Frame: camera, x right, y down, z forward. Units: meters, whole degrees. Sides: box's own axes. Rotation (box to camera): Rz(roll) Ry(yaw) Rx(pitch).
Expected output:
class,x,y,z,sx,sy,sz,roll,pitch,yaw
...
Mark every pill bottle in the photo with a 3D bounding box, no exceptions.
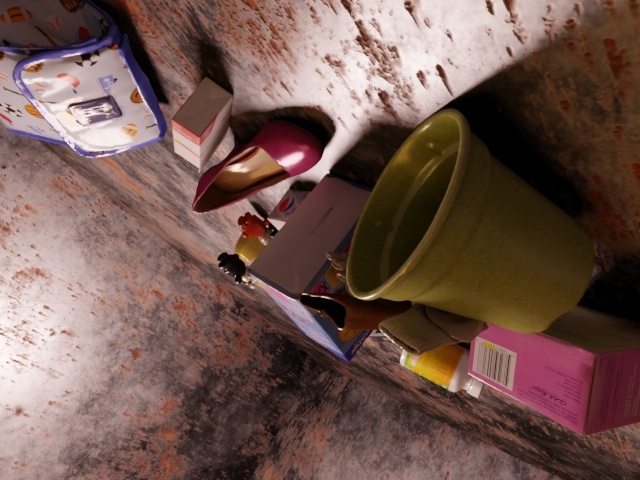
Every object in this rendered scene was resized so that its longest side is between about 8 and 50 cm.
class,x,y,z,sx,sy,sz,roll,pitch,yaw
pill bottle,0.379,0.371,1.463,0.246,0.136,0.136,24,159,25

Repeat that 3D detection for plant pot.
class,x,y,z,sx,sy,sz,roll,pitch,yaw
plant pot,0.214,0.000,0.673,0.254,0.275,0.276,24,163,-13
plant pot,-0.253,0.028,1.701,0.081,0.083,0.081,44,159,-27

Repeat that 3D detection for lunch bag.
class,x,y,z,sx,sy,sz,roll,pitch,yaw
lunch bag,-0.548,-0.351,1.020,0.386,0.238,0.327,14,158,6

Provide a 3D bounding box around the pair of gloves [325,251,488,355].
class,x,y,z,sx,sy,sz,roll,pitch,yaw
pair of gloves,0.139,0.082,0.765,0.204,0.042,0.240,-2,-148,-38

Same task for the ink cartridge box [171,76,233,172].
class,x,y,z,sx,sy,sz,roll,pitch,yaw
ink cartridge box,-0.244,-0.229,0.996,0.067,0.115,0.198,33,161,-5

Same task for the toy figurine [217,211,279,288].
class,x,y,z,sx,sy,sz,roll,pitch,yaw
toy figurine,-0.164,0.040,1.401,0.210,0.212,0.148,13,163,39

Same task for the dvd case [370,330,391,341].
class,x,y,z,sx,sy,sz,roll,pitch,yaw
dvd case,0.213,0.157,1.128,0.030,0.179,0.239,38,160,-6

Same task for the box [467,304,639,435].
class,x,y,z,sx,sy,sz,roll,pitch,yaw
box,0.401,0.184,0.760,0.243,0.117,0.214,0,-172,-27

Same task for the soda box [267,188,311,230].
class,x,y,z,sx,sy,sz,roll,pitch,yaw
soda box,0.000,0.000,1.207,0.091,0.098,0.286,13,154,46

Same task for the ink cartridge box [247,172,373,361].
class,x,y,z,sx,sy,sz,roll,pitch,yaw
ink cartridge box,0.051,0.084,1.064,0.151,0.270,0.395,29,162,33

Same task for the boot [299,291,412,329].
class,x,y,z,sx,sy,sz,roll,pitch,yaw
boot,0.091,0.126,0.879,0.281,0.096,0.264,5,-171,-26

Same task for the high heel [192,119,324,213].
class,x,y,z,sx,sy,sz,roll,pitch,yaw
high heel,-0.136,-0.125,0.980,0.127,0.181,0.377,41,160,-23

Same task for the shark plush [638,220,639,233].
class,x,y,z,sx,sy,sz,roll,pitch,yaw
shark plush,0.455,-0.001,0.551,0.161,0.073,0.067,-5,109,68
